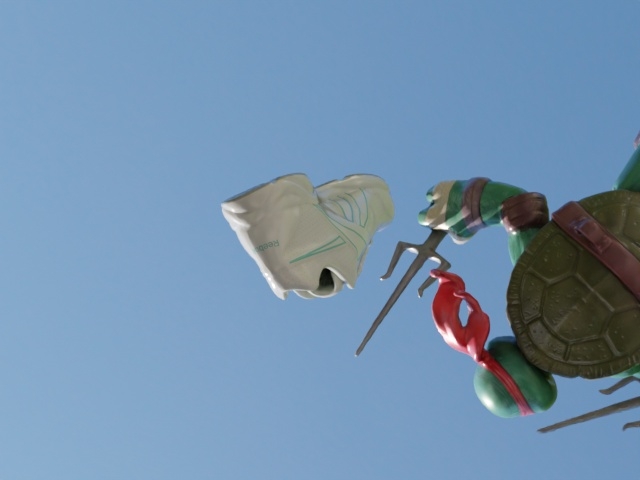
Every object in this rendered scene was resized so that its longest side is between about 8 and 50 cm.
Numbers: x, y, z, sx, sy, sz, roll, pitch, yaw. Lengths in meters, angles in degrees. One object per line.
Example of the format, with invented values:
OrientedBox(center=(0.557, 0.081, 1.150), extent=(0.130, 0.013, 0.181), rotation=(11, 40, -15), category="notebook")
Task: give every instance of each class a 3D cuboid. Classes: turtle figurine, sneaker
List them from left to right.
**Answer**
OrientedBox(center=(0.000, 0.000, 0.812), extent=(0.053, 0.152, 0.061), rotation=(-24, -96, 25), category="sneaker")
OrientedBox(center=(0.140, 0.019, 0.751), extent=(0.234, 0.118, 0.175), rotation=(-42, -86, 0), category="turtle figurine")
